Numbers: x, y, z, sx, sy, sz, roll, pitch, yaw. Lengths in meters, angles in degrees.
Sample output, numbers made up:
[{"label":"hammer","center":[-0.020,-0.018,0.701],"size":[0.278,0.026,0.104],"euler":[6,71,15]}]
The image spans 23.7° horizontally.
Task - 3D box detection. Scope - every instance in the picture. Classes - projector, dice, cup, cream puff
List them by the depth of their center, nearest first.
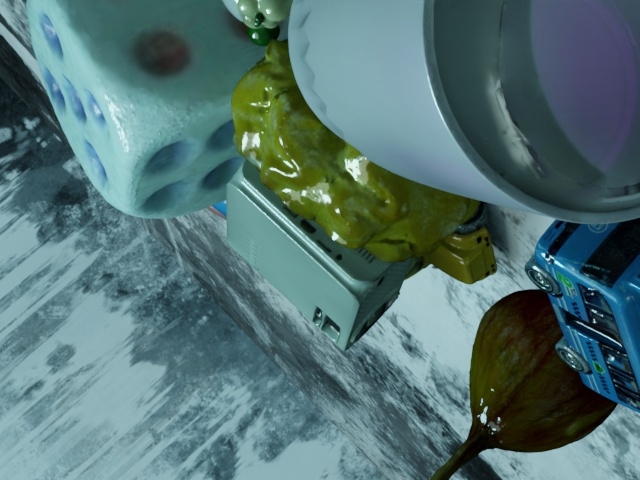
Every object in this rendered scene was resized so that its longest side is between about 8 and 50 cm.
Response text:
[{"label":"cup","center":[0.125,-0.152,1.113],"size":[0.253,0.253,0.371],"euler":[53,167,-18]},{"label":"cream puff","center":[0.054,-0.114,1.503],"size":[0.282,0.185,0.282],"euler":[29,-154,-16]},{"label":"projector","center":[0.000,0.000,1.707],"size":[0.198,0.108,0.250],"euler":[43,164,11]},{"label":"dice","center":[-0.156,-0.201,1.709],"size":[0.262,0.268,0.264],"euler":[58,159,19]}]

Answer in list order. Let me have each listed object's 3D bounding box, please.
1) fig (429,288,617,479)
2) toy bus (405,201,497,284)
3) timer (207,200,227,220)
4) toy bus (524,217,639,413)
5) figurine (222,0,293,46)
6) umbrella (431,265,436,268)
[{"label":"fig","center":[0.231,0.201,1.734],"size":[0.191,0.290,0.190],"euler":[20,162,7]},{"label":"toy bus","center":[0.064,-0.059,1.827],"size":[0.335,0.123,0.121],"euler":[41,165,30]},{"label":"timer","center":[-0.140,-0.099,2.228],"size":[0.309,0.115,0.340],"euler":[34,180,36]},{"label":"toy bus","center":[0.295,0.060,1.453],"size":[0.134,0.113,0.246],"euler":[32,161,38]},{"label":"figurine","center":[-0.042,-0.261,1.481],"size":[0.093,0.147,0.197],"euler":[20,-158,10]},{"label":"umbrella","center":[0.132,0.006,2.020],"size":[0.031,0.020,0.083],"euler":[-30,105,36]}]
